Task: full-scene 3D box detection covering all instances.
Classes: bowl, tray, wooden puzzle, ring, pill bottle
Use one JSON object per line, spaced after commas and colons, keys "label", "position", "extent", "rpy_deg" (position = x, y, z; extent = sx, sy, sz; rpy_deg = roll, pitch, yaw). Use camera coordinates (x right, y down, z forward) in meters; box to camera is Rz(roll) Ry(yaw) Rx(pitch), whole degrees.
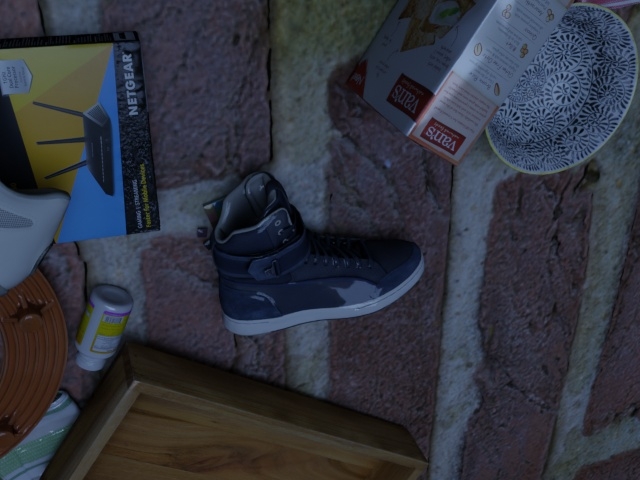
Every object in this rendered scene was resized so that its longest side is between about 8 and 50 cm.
{"label": "bowl", "position": [0.223, -0.160, 0.726], "extent": [0.170, 0.080, 0.170], "rpy_deg": [-9, 121, -15]}
{"label": "tray", "position": [-0.087, 0.270, 0.849], "extent": [0.411, 0.076, 0.203], "rpy_deg": [26, 107, -31]}
{"label": "wooden puzzle", "position": [-0.089, -0.025, 0.735], "extent": [0.083, 0.006, 0.049], "rpy_deg": [-23, 123, -6]}
{"label": "ring", "position": [-0.402, 0.118, 0.645], "extent": [0.337, 0.032, 0.336], "rpy_deg": [-13, 122, -21]}
{"label": "pill bottle", "position": [-0.222, 0.090, 0.730], "extent": [0.043, 0.043, 0.083], "rpy_deg": [16, 112, -26]}

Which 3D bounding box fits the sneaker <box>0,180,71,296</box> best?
{"label": "sneaker", "position": [-0.332, -0.090, 0.520], "extent": [0.330, 0.122, 0.146], "rpy_deg": [45, 76, -32]}

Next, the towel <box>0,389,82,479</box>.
{"label": "towel", "position": [-0.300, 0.242, 0.799], "extent": [0.113, 0.023, 0.152], "rpy_deg": [-23, 123, -5]}

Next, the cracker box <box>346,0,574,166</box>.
{"label": "cracker box", "position": [0.130, -0.199, 0.627], "extent": [0.067, 0.155, 0.232], "rpy_deg": [24, 107, -29]}

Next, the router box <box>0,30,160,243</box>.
{"label": "router box", "position": [-0.217, -0.087, 0.633], "extent": [0.133, 0.046, 0.179], "rpy_deg": [-8, 120, -15]}

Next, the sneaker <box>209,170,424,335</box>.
{"label": "sneaker", "position": [0.000, 0.001, 0.727], "extent": [0.226, 0.086, 0.163], "rpy_deg": [-15, 128, -11]}

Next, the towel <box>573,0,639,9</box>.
{"label": "towel", "position": [0.307, -0.330, 0.696], "extent": [0.144, 0.029, 0.197], "rpy_deg": [-15, 119, -11]}
